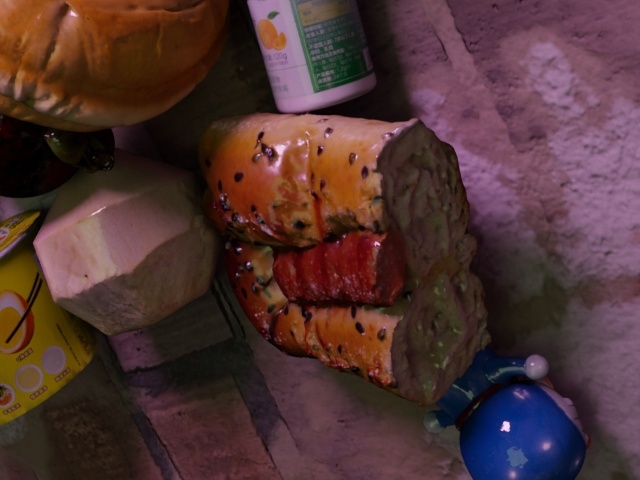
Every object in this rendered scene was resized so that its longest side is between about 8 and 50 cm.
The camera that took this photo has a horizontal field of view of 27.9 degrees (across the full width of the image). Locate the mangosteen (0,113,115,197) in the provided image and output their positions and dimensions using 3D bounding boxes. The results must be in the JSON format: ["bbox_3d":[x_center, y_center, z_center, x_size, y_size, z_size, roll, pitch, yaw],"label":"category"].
[{"bbox_3d":[-0.369,-0.152,1.629,0.216,0.216,0.216,10,114,24],"label":"mangosteen"}]

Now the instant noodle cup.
[{"bbox_3d":[-0.487,0.129,1.900,0.311,0.311,0.221,-22,108,32],"label":"instant noodle cup"}]

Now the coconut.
[{"bbox_3d":[-0.262,-0.008,1.755,0.259,0.259,0.259,10,114,24],"label":"coconut"}]

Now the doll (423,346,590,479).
[{"bbox_3d":[0.228,0.221,1.652,0.257,0.161,0.215,54,138,19],"label":"doll"}]

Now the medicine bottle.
[{"bbox_3d":[-0.025,-0.302,1.574,0.133,0.133,0.274,-7,105,29],"label":"medicine bottle"}]

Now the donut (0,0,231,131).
[{"bbox_3d":[-0.302,-0.326,1.528,0.449,0.449,0.198,48,134,3],"label":"donut"}]

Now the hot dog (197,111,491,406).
[{"bbox_3d":[0.000,0.000,1.598,0.365,0.196,0.367,19,131,46],"label":"hot dog"}]
